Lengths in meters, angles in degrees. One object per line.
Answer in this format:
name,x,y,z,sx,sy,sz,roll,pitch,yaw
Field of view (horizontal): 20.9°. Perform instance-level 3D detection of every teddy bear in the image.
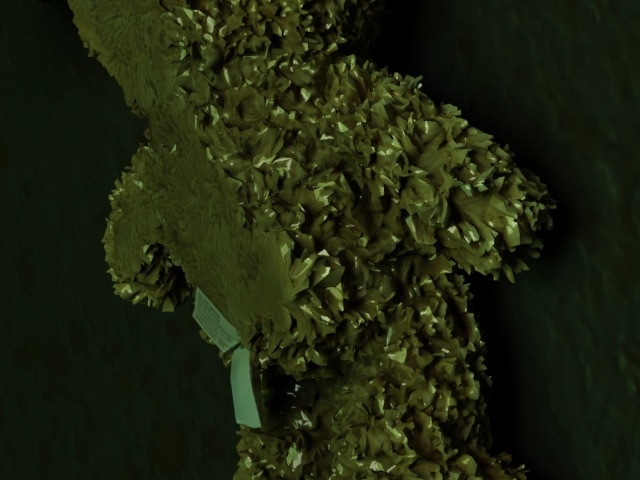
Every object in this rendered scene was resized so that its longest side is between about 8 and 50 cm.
teddy bear,0.000,0.000,0.750,0.338,0.113,0.245,63,144,19

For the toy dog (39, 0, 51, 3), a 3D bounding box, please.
toy dog,-0.141,-0.213,0.903,0.334,0.161,0.220,-16,68,43
